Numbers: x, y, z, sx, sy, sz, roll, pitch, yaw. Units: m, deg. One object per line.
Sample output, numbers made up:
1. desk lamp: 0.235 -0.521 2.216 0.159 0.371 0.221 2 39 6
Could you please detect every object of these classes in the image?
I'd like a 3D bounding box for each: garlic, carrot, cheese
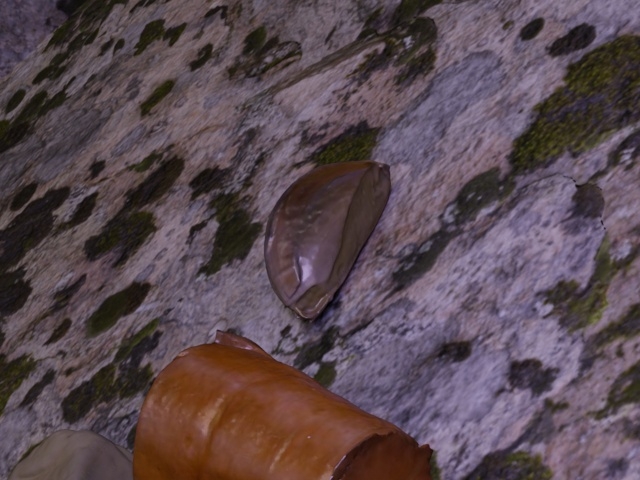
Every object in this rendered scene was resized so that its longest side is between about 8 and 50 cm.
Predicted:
1. garlic: -0.007 -0.007 1.681 0.101 0.087 0.195 4 52 39
2. carrot: -0.018 0.194 1.359 0.254 0.196 0.196 11 61 46
3. cheese: -0.275 0.306 1.621 0.159 0.093 0.263 -20 36 33
